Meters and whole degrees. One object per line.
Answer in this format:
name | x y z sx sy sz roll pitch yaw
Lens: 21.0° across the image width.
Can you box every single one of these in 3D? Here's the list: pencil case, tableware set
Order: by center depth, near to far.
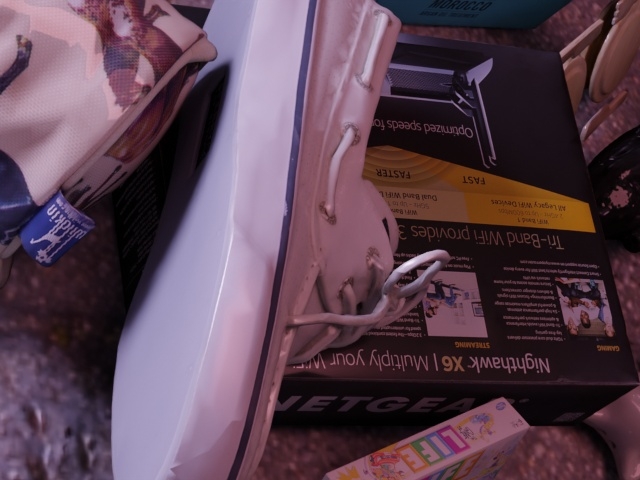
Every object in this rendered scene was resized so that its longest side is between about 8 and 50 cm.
pencil case | -0.260 -0.157 0.883 0.410 0.160 0.183 40 87 -10
tableware set | 0.187 -0.124 1.289 0.039 0.128 0.194 27 42 21

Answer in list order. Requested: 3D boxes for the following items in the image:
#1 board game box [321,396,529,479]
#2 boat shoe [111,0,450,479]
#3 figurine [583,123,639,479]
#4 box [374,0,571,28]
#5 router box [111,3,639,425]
board game box | 0.044 0.153 1.001 0.154 0.103 0.026 -17 55 -43
boat shoe | -0.004 0.003 0.922 0.156 0.136 0.367 24 47 -18
figurine | 0.226 0.045 1.238 0.209 0.092 0.215 -31 87 -37
box | 0.078 -0.215 1.274 0.244 0.060 0.101 -3 67 -40
router box | 0.029 -0.011 1.069 0.308 0.081 0.243 4 63 -27
